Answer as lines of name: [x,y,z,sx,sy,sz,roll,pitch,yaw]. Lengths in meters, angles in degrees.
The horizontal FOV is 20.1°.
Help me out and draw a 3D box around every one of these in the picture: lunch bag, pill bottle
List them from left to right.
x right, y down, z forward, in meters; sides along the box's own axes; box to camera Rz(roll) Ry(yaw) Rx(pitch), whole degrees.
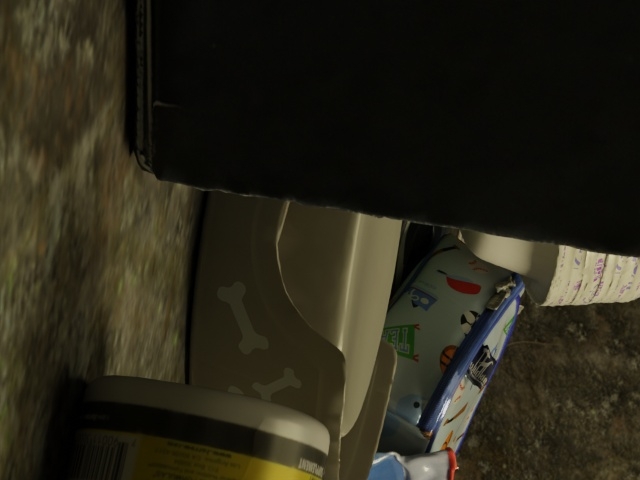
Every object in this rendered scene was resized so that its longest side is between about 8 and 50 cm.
pill bottle: [-0.071,0.174,0.822,0.119,0.119,0.208,66,35,-76]
lunch bag: [0.088,0.148,1.665,0.243,0.115,0.303,-46,161,-52]

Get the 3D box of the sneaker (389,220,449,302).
sneaker: [0.077,-0.053,1.664,0.163,0.086,0.226,-45,154,-59]

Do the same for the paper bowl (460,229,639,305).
paper bowl: [0.193,-0.085,1.547,0.284,0.148,0.284,178,-90,-86]

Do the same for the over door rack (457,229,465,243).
over door rack: [0.160,-0.001,2.189,0.324,0.108,0.239,122,-13,-51]

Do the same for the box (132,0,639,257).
box: [0.105,-0.324,0.896,0.480,0.297,0.472,-70,169,-53]

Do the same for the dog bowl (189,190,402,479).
dog bowl: [0.000,0.000,1.182,0.349,0.102,0.349,9,90,-83]

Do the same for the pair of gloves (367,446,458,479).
pair of gloves: [0.043,0.247,1.565,0.023,0.159,0.198,-102,-174,-49]
